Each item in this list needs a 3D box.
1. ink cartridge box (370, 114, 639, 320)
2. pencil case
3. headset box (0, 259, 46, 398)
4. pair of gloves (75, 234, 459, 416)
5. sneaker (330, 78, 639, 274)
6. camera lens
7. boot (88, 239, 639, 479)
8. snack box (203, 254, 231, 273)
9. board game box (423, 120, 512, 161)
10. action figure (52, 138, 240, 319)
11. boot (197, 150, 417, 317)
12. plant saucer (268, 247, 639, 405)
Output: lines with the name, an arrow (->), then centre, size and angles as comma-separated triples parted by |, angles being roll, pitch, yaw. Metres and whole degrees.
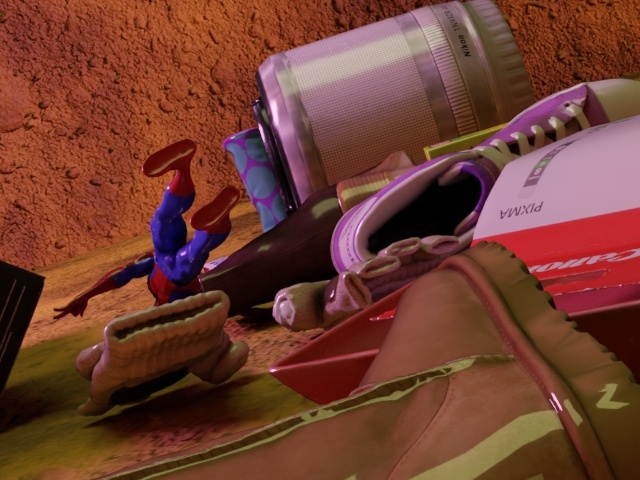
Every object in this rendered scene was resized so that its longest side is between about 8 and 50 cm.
ink cartridge box -> 0.150, -0.026, 0.675 | 0.181, 0.056, 0.225 | -12, 6, 46
pencil case -> -0.058, -0.059, 1.605 | 0.064, 0.151, 0.070 | -22, -1, -42
headset box -> -0.386, 0.038, 1.052 | 0.283, 0.131, 0.246 | 23, -11, -20
pair of gloves -> -0.033, 0.056, 0.869 | 0.240, 0.042, 0.204 | -15, -9, -22
sneaker -> 0.145, -0.041, 0.997 | 0.282, 0.102, 0.161 | -30, -4, -7
camera lens -> 0.077, -0.123, 1.468 | 0.274, 0.219, 0.219 | -18, 6, 0
boot -> -0.042, 0.088, 0.455 | 0.270, 0.089, 0.236 | -19, 5, -3
snack box -> -0.080, 0.030, 1.474 | 0.064, 0.022, 0.178 | -20, 6, -13
board game box -> 0.188, -0.061, 1.157 | 0.181, 0.092, 0.043 | -17, 7, 2
action figure -> -0.150, 0.031, 1.174 | 0.139, 0.091, 0.280 | -36, -14, -19
boot -> 0.000, 0.000, 1.192 | 0.207, 0.090, 0.248 | -26, -5, 3
plant saucer -> 0.147, 0.025, 0.683 | 0.258, 0.047, 0.259 | -14, 8, 35
